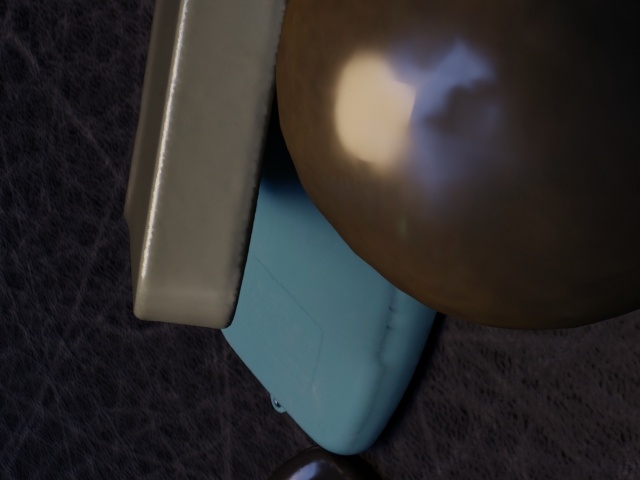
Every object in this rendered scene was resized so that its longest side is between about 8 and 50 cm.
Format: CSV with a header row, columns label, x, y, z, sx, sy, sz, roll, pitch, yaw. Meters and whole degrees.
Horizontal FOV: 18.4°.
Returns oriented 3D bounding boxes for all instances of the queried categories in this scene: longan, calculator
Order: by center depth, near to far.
label,x,y,z,sx,sy,sz,roll,pitch,yaw
longan,0.122,-0.093,1.159,0.319,0.319,0.318,29,127,46
calculator,0.000,0.000,1.584,0.256,0.054,0.386,46,139,34

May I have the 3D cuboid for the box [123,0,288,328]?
label,x,y,z,sx,sy,sz,roll,pitch,yaw
box,-0.071,-0.159,1.361,0.367,0.091,0.373,-104,22,-75

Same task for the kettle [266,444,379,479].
label,x,y,z,sx,sy,sz,roll,pitch,yaw
kettle,-0.041,0.327,1.667,0.271,0.207,0.250,59,152,32
